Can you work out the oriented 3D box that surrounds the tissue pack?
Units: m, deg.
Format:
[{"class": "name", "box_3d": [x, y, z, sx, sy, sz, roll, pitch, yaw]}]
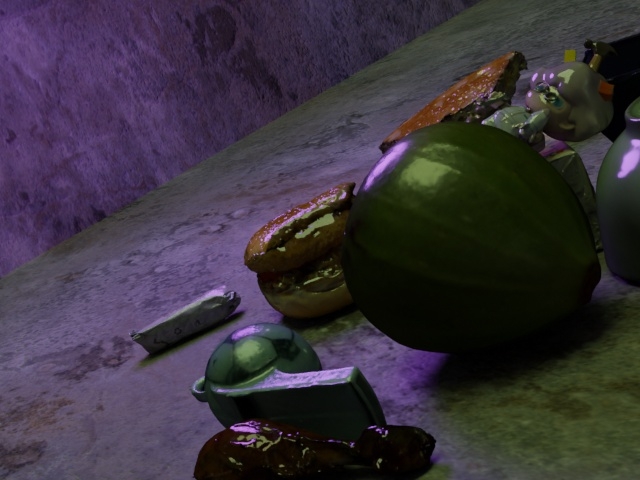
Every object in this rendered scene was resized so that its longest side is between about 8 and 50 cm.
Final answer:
[{"class": "tissue pack", "box_3d": [0.330, -0.066, 1.742, 0.092, 0.148, 0.196, -21, 15, 2]}]

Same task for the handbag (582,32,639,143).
[{"class": "handbag", "box_3d": [0.554, -0.209, 1.733, 0.326, 0.269, 0.118, -11, 53, 45]}]

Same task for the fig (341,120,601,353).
[{"class": "fig", "box_3d": [0.190, 0.008, 1.499, 0.316, 0.316, 0.316, -24, 14, 7]}]

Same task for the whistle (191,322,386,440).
[{"class": "whistle", "box_3d": [-0.041, 0.175, 1.527, 0.290, 0.163, 0.163, -8, 21, 30]}]

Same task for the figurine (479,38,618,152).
[{"class": "figurine", "box_3d": [0.314, -0.176, 1.664, 0.229, 0.112, 0.137, -29, 43, -13]}]

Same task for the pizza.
[{"class": "pizza", "box_3d": [0.261, -0.228, 2.274, 0.323, 0.089, 0.223, -35, 18, 8]}]

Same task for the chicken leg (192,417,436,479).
[{"class": "chicken leg", "box_3d": [-0.011, 0.238, 1.388, 0.304, 0.093, 0.113, -12, 8, 29]}]

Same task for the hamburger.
[{"class": "hamburger", "box_3d": [-0.006, 0.023, 1.984, 0.244, 0.163, 0.244, -31, 9, 6]}]

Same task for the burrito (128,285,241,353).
[{"class": "burrito", "box_3d": [-0.233, 0.139, 2.145, 0.203, 0.064, 0.064, -27, 14, -1]}]

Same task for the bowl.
[{"class": "bowl", "box_3d": [0.494, -0.107, 1.535, 0.354, 0.185, 0.354, -24, 14, 7]}]
